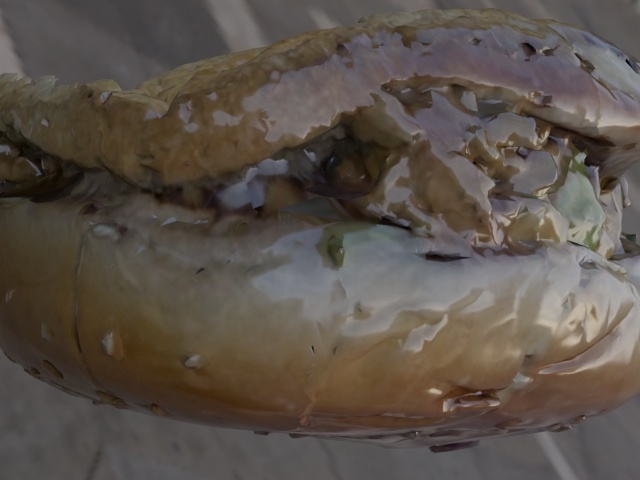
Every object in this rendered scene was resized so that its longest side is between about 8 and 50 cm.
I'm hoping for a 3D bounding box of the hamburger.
[{"bbox_3d":[0.000,0.000,0.632,0.286,0.243,0.146,-3,94,-77],"label":"hamburger"}]
